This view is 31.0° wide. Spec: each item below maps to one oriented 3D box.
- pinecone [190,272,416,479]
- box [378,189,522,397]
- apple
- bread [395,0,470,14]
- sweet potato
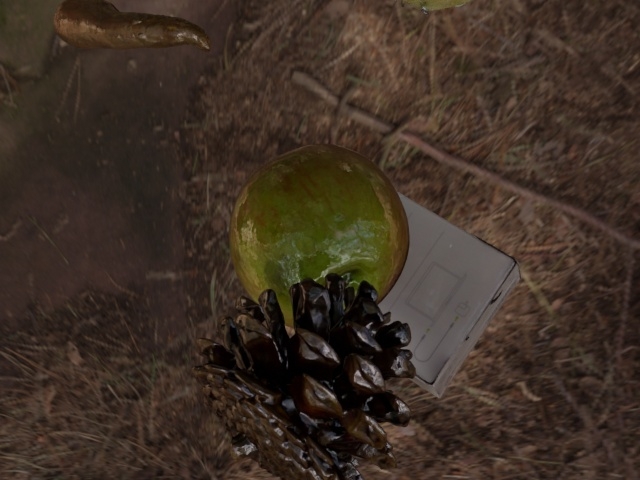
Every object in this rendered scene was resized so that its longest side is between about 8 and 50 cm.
[{"bbox_3d":[-0.005,0.120,0.996,0.208,0.208,0.207,1,78,-5],"label":"pinecone"},{"bbox_3d":[0.113,0.061,1.573,0.252,0.106,0.203,32,82,19],"label":"box"},{"bbox_3d":[0.000,0.000,1.217,0.196,0.196,0.195,1,78,-5],"label":"apple"},{"bbox_3d":[0.024,-0.137,0.428,0.157,0.083,0.094,18,99,-44],"label":"bread"},{"bbox_3d":[-0.183,-0.196,1.062,0.214,0.050,0.050,16,72,43],"label":"sweet potato"}]
